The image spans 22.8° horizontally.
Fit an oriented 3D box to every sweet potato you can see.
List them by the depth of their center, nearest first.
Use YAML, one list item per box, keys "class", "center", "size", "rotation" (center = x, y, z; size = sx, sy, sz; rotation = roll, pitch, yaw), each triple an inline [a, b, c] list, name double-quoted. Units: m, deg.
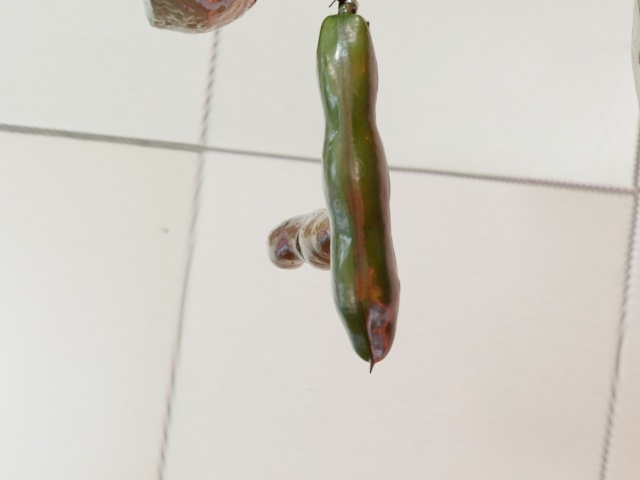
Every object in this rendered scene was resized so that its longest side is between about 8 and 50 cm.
- class: "sweet potato"
  center: [-0.002, 0.001, 1.321]
  size: [0.055, 0.202, 0.058]
  rotation: [-42, 98, -16]

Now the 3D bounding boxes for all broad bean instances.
- class: "broad bean"
  center: [0.024, -0.038, 1.049]
  size: [0.046, 0.065, 0.254]
  rotation: [-4, 92, 7]

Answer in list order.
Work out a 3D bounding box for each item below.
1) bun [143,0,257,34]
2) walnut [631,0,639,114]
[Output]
- class: "bun"
  center: [-0.077, -0.264, 1.239]
  size: [0.108, 0.221, 0.221]
  rotation: [10, 88, 7]
- class: "walnut"
  center: [0.315, -0.122, 0.744]
  size: [0.381, 0.381, 0.381]
  rotation: [-1, 85, 15]
